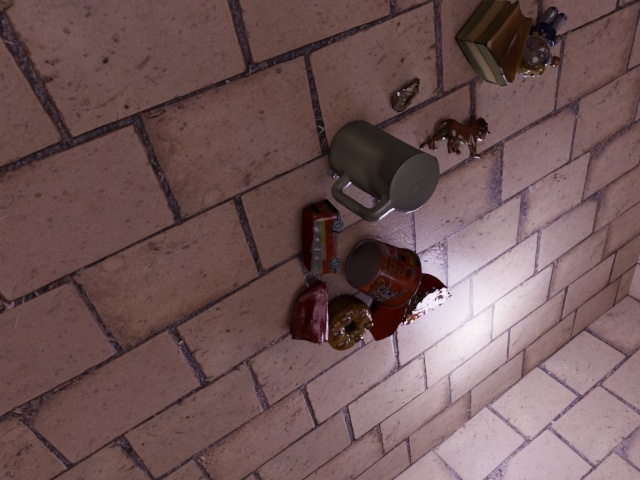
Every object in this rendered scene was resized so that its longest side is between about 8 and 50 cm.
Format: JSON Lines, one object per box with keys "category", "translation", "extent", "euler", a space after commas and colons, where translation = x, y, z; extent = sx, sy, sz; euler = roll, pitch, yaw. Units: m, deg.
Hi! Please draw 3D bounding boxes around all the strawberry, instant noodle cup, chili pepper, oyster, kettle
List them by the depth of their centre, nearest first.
{"category": "kettle", "translation": [0.171, -0.224, 1.554], "extent": [0.265, 0.318, 0.204], "euler": [-18, 128, -29]}
{"category": "oyster", "translation": [0.290, -0.488, 1.675], "extent": [0.132, 0.029, 0.086], "euler": [-32, 138, -20]}
{"category": "chili pepper", "translation": [-0.039, 0.262, 1.861], "extent": [0.136, 0.144, 0.252], "euler": [-15, 115, -50]}
{"category": "instant noodle cup", "translation": [0.226, 0.115, 1.881], "extent": [0.192, 0.250, 0.250], "euler": [24, 102, -34]}
{"category": "strawberry", "translation": [0.447, 0.221, 2.172], "extent": [0.281, 0.150, 0.253], "euler": [-23, 149, -27]}

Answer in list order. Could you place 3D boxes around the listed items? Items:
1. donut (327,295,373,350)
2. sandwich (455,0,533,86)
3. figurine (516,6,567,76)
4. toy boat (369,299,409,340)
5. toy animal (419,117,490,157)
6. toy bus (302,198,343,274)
{"category": "donut", "translation": [0.104, 0.329, 2.000], "extent": [0.227, 0.114, 0.226], "euler": [-19, 127, -26]}
{"category": "sandwich", "translation": [0.616, -0.684, 1.702], "extent": [0.198, 0.155, 0.227], "euler": [-53, 135, 3]}
{"category": "figurine", "translation": [0.792, -0.733, 1.837], "extent": [0.194, 0.133, 0.273], "euler": [13, 86, -9]}
{"category": "toy boat", "translation": [0.275, 0.283, 2.094], "extent": [0.145, 0.133, 0.331], "euler": [12, 125, -10]}
{"category": "toy animal", "translation": [0.527, -0.400, 1.877], "extent": [0.313, 0.097, 0.157], "euler": [1, 104, -35]}
{"category": "toy bus", "translation": [0.000, 0.000, 1.716], "extent": [0.120, 0.121, 0.264], "euler": [-12, 125, -21]}
